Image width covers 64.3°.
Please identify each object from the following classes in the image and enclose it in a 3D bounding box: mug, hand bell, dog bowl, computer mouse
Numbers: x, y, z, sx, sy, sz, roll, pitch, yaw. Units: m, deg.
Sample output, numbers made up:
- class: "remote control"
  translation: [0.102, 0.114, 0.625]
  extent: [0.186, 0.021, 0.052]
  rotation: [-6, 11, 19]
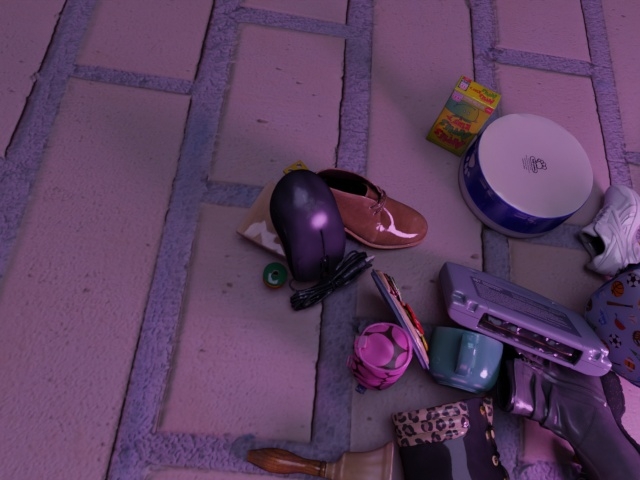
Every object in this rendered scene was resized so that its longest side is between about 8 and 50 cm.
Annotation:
- class: "mug"
  translation: [0.250, 0.218, 0.919]
  extent: [0.157, 0.129, 0.098]
  rotation: [29, 70, -40]
- class: "hand bell"
  translation: [-0.005, 0.384, 0.853]
  extent: [0.241, 0.126, 0.126]
  rotation: [6, 66, 7]
- class: "dog bowl"
  translation: [0.450, -0.144, 1.124]
  extent: [0.264, 0.104, 0.265]
  rotation: [3, 68, -7]
- class: "computer mouse"
  translation: [0.000, 0.000, 0.919]
  extent: [0.188, 0.272, 0.072]
  rotation: [-31, 34, -16]

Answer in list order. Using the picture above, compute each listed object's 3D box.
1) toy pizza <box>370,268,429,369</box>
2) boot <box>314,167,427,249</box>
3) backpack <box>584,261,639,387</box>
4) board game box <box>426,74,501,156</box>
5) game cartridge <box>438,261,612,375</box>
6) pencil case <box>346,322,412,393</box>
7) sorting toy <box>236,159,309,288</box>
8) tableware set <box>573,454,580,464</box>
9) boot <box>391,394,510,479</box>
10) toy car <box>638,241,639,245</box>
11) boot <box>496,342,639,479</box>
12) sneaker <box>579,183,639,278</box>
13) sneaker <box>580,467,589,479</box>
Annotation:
- class: "toy pizza"
  translation: [0.149, 0.135, 0.912]
  extent: [0.032, 0.201, 0.201]
  rotation: [-29, 73, 2]
- class: "boot"
  translation: [0.101, -0.061, 1.009]
  extent: [0.305, 0.115, 0.113]
  rotation: [16, 66, -21]
- class: "backpack"
  translation: [0.631, 0.158, 0.941]
  extent: [0.212, 0.263, 0.277]
  rotation: [-8, 65, -6]
- class: "board game box"
  translation: [0.307, -0.266, 1.110]
  extent: [0.092, 0.181, 0.043]
  rotation: [29, 66, 4]
- class: "game cartridge"
  translation: [0.369, 0.137, 0.958]
  extent: [0.297, 0.198, 0.062]
  rotation: [22, 106, 0]
- class: "pencil case"
  translation: [0.096, 0.202, 0.869]
  extent: [0.098, 0.209, 0.095]
  rotation: [22, 66, 10]
- class: "sorting toy"
  translation: [-0.076, -0.038, 1.031]
  extent: [0.132, 0.046, 0.275]
  rotation: [28, 64, 4]
- class: "tableware set"
  translation: [0.519, 0.357, 0.969]
  extent: [0.103, 0.024, 0.154]
  rotation: [27, 67, 4]
- class: "boot"
  translation: [0.305, 0.410, 0.860]
  extent: [0.376, 0.138, 0.285]
  rotation: [-7, 69, -6]
- class: "toy car"
  translation: [0.722, 0.064, 1.107]
  extent: [0.040, 0.060, 0.122]
  rotation: [27, 69, -32]
- class: "boot"
  translation: [0.405, 0.316, 0.856]
  extent: [0.222, 0.118, 0.338]
  rotation: [21, 32, -2]
- class: "sneaker"
  translation: [0.630, -0.030, 1.114]
  extent: [0.115, 0.090, 0.232]
  rotation: [14, 65, 1]
- class: "sneaker"
  translation: [0.521, 0.454, 0.912]
  extent: [0.073, 0.063, 0.162]
  rotation: [-6, 84, -30]
